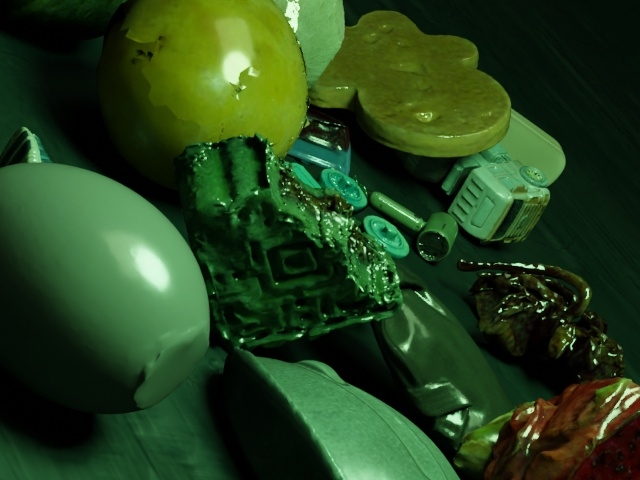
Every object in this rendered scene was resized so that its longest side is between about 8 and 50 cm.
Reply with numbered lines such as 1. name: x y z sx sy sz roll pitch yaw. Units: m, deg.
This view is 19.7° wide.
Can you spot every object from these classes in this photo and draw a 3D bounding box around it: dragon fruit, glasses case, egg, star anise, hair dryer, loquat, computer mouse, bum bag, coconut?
1. dragon fruit: 0.189 0.265 1.691 0.152 0.317 0.205 -16 23 -26
2. glasses case: 0.287 -0.155 2.828 0.196 0.083 0.050 35 22 -19
3. egg: -0.197 0.032 1.467 0.232 0.176 0.176 42 20 11
4. star anise: 0.285 0.105 2.243 0.220 0.126 0.190 26 28 -41
5. hair dryer: 0.104 -0.033 2.324 0.150 0.047 0.071 34 22 0
6. loquat: -0.124 -0.161 1.918 0.235 0.235 0.235 35 21 -16
7. computer mouse: 0.043 0.209 1.615 0.203 0.114 0.374 16 31 -48
8. bum bag: 0.125 0.141 1.903 0.326 0.079 0.142 55 25 -14
9. coconut: -0.071 -0.278 2.278 0.224 0.224 0.234 29 11 -28

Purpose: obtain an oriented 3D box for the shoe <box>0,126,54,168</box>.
1. shoe: -0.253 -0.046 1.690 0.071 0.064 0.143 17 33 -45

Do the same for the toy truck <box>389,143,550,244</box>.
1. toy truck: 0.181 -0.104 2.517 0.140 0.108 0.257 -7 46 -46

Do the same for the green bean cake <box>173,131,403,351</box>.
1. green bean cake: -0.030 -0.004 1.729 0.107 0.193 0.208 -99 178 -50

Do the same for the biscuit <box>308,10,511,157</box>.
1. biscuit: 0.114 -0.210 2.504 0.275 0.052 0.355 -18 41 -29

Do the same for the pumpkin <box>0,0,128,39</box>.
1. pumpkin: -0.306 -0.358 2.030 0.300 0.207 0.300 38 27 -23

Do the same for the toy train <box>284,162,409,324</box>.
1. toy train: 0.000 0.000 1.988 0.198 0.107 0.154 50 30 22

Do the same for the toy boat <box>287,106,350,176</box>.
1. toy boat: -0.066 -0.117 2.096 0.223 0.097 0.100 22 18 20
